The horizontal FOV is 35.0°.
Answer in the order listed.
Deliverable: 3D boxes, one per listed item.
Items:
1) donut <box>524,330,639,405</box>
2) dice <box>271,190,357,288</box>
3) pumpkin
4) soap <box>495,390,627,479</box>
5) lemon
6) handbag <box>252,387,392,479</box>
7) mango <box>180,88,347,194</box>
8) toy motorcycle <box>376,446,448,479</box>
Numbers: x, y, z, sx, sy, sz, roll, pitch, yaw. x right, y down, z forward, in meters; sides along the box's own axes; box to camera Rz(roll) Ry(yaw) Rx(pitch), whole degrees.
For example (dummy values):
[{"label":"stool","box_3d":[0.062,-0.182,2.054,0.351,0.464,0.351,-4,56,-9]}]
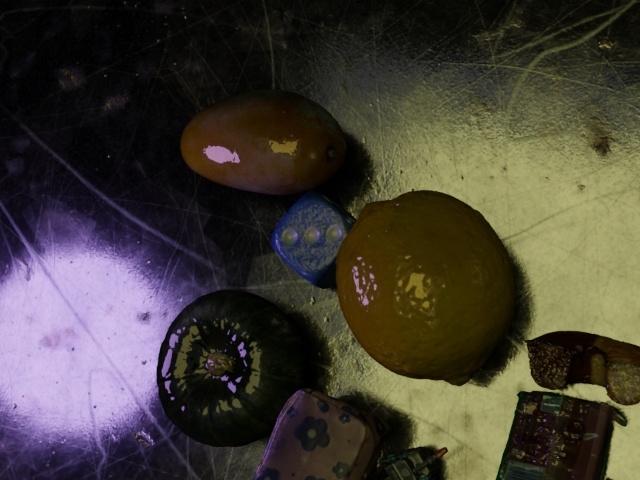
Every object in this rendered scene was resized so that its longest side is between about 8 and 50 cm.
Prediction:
[{"label":"donut","box_3d":[0.474,0.219,1.753,0.217,0.141,0.085,11,104,30]},{"label":"dice","box_3d":[0.000,0.000,1.939,0.146,0.143,0.146,41,94,16]},{"label":"pumpkin","box_3d":[-0.175,0.244,1.923,0.300,0.207,0.300,-3,82,17]},{"label":"soap","box_3d":[0.380,0.390,1.705,0.217,0.098,0.273,11,63,22]},{"label":"lemon","box_3d":[0.185,0.077,1.784,0.335,0.336,0.336,-3,81,18]},{"label":"handbag","box_3d":[0.008,0.404,1.848,0.190,0.193,0.252,24,92,26]},{"label":"mango","box_3d":[-0.123,-0.192,1.977,0.383,0.221,0.199,6,123,38]},{"label":"toy motorcycle","box_3d":[0.213,0.487,1.807,0.182,0.123,0.272,-38,73,20]}]
